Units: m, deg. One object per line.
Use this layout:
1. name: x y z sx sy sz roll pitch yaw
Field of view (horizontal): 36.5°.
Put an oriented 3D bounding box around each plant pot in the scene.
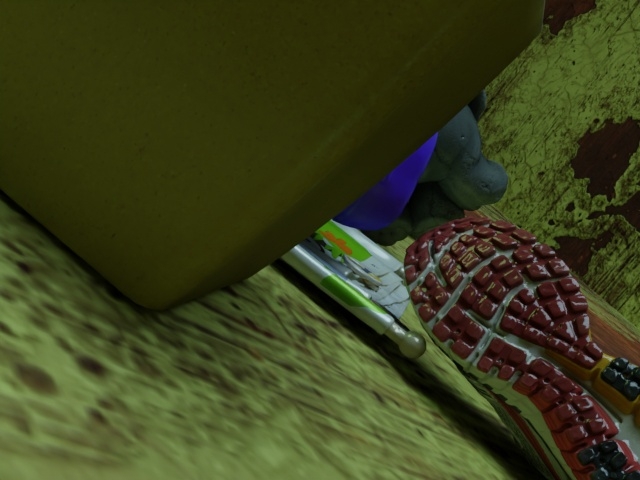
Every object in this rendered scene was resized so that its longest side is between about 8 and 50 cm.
1. plant pot: -0.047 -0.092 0.414 0.212 0.187 0.212 39 11 6

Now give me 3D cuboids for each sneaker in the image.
1. sneaker: 0.121 0.081 0.547 0.225 0.088 0.092 54 -16 28

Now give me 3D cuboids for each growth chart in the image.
1. growth chart: 0.000 0.000 0.649 0.172 0.021 0.237 37 9 1

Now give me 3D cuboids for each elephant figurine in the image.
1. elephant figurine: 0.071 -0.127 0.866 0.169 0.186 0.239 23 47 -23

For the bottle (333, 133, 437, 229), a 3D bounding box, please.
1. bottle: -0.071 -0.102 0.584 0.283 0.092 0.118 26 5 -14
